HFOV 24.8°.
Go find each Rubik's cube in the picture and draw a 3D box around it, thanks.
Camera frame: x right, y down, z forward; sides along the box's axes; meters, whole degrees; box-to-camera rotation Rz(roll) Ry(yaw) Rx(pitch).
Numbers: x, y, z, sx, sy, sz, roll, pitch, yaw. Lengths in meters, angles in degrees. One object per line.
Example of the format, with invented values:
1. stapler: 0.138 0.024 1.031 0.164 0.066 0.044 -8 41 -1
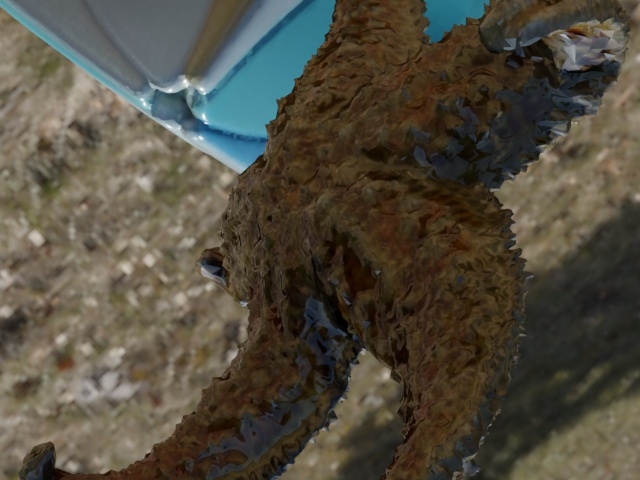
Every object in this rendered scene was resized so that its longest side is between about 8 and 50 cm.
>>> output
1. Rubik's cube: -0.050 -0.256 1.117 0.347 0.352 0.351 -54 156 5

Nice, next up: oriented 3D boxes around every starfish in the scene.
1. starfish: -0.004 0.000 0.588 0.303 0.113 0.312 -61 -158 -8
